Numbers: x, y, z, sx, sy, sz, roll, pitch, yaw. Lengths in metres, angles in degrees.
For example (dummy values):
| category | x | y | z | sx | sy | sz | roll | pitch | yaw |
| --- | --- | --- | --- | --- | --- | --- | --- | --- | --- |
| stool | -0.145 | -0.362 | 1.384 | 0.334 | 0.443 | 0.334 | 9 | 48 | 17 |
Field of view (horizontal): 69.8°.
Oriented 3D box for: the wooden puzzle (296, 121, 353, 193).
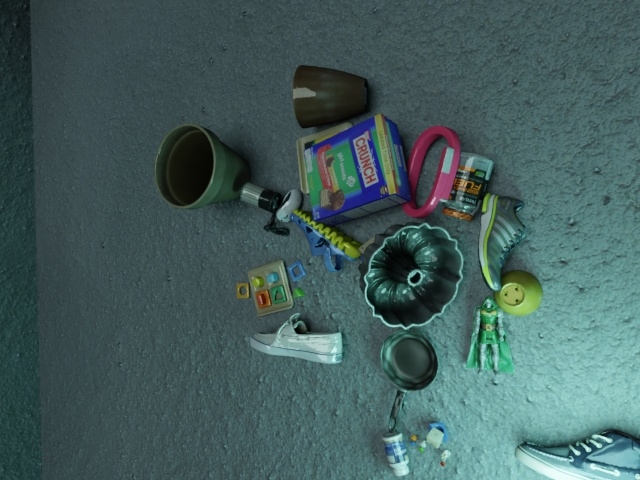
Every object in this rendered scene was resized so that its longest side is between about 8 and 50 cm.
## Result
| category | x | y | z | sx | sy | sz | roll | pitch | yaw |
| --- | --- | --- | --- | --- | --- | --- | --- | --- | --- |
| wooden puzzle | 0.019 | -0.299 | 1.676 | 0.239 | 0.044 | 0.220 | -10 | 82 | 30 |

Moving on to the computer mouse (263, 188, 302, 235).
| category | x | y | z | sx | sy | sz | roll | pitch | yaw |
| --- | --- | --- | --- | --- | --- | --- | --- | --- | --- |
| computer mouse | -0.128 | -0.104 | 1.728 | 0.193 | 0.106 | 0.042 | -60 | 38 | 9 |

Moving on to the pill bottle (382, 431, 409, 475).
| category | x | y | z | sx | sy | sz | roll | pitch | yaw |
| --- | --- | --- | --- | --- | --- | --- | --- | --- | --- |
| pill bottle | 0.245 | 0.687 | 1.479 | 0.067 | 0.067 | 0.120 | -20 | 77 | 29 |

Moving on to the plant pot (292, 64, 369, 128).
| category | x | y | z | sx | sy | sz | roll | pitch | yaw |
| --- | --- | --- | --- | --- | --- | --- | --- | --- | --- |
| plant pot | 0.046 | -0.500 | 1.594 | 0.231 | 0.215 | 0.215 | 4 | 90 | 17 |

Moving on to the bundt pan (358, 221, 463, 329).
| category | x | y | z | sx | sy | sz | roll | pitch | yaw |
| --- | --- | --- | --- | --- | --- | --- | --- | --- | --- |
| bundt pan | 0.257 | 0.093 | 1.386 | 0.330 | 0.331 | 0.124 | -71 | 23 | 9 |

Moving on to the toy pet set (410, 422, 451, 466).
| category | x | y | z | sx | sy | sz | roll | pitch | yaw |
| --- | --- | --- | --- | --- | --- | --- | --- | --- | --- |
| toy pet set | 0.354 | 0.620 | 1.435 | 0.122 | 0.065 | 0.114 | 25 | 135 | 33 |

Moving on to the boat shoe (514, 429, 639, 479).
| category | x | y | z | sx | sy | sz | roll | pitch | yaw |
| --- | --- | --- | --- | --- | --- | --- | --- | --- | --- |
| boat shoe | 0.698 | 0.554 | 1.192 | 0.341 | 0.127 | 0.158 | 12 | 87 | 23 |

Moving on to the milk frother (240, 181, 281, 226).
| category | x | y | z | sx | sy | sz | roll | pitch | yaw |
| --- | --- | --- | --- | --- | --- | --- | --- | --- | --- |
| milk frother | -0.230 | -0.134 | 1.766 | 0.135 | 0.129 | 0.143 | 23 | 92 | 18 |

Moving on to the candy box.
| category | x | y | z | sx | sy | sz | roll | pitch | yaw |
| --- | --- | --- | --- | --- | --- | --- | --- | --- | --- |
| candy box | 0.113 | -0.218 | 1.502 | 0.317 | 0.122 | 0.268 | -18 | 74 | 33 |

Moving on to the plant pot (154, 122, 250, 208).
| category | x | y | z | sx | sy | sz | roll | pitch | yaw |
| --- | --- | --- | --- | --- | --- | --- | --- | --- | --- |
| plant pot | -0.436 | -0.270 | 1.813 | 0.323 | 0.280 | 0.323 | -2 | 86 | 32 |

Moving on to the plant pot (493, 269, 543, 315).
| category | x | y | z | sx | sy | sz | roll | pitch | yaw |
| --- | --- | --- | --- | --- | --- | --- | --- | --- | --- |
| plant pot | 0.552 | 0.151 | 1.302 | 0.134 | 0.095 | 0.134 | -2 | 87 | 32 |

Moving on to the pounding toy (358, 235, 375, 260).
| category | x | y | z | sx | sy | sz | roll | pitch | yaw |
| --- | --- | --- | --- | --- | --- | --- | --- | --- | --- |
| pounding toy | 0.185 | 0.085 | 1.515 | 0.100 | 0.141 | 0.130 | -36 | 67 | -5 |

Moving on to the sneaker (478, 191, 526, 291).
| category | x | y | z | sx | sy | sz | roll | pitch | yaw |
| --- | --- | --- | --- | --- | --- | --- | --- | --- | --- |
| sneaker | 0.513 | -0.001 | 1.297 | 0.121 | 0.111 | 0.299 | 2 | 71 | 24 |

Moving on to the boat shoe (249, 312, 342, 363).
| category | x | y | z | sx | sy | sz | roll | pitch | yaw |
| --- | --- | --- | --- | --- | --- | --- | --- | --- | --- |
| boat shoe | -0.091 | 0.336 | 1.661 | 0.367 | 0.136 | 0.156 | 3 | 90 | 28 |

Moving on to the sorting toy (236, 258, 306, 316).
| category | x | y | z | sx | sy | sz | roll | pitch | yaw |
| --- | --- | --- | --- | --- | --- | --- | --- | --- | --- |
| sorting toy | -0.205 | 0.186 | 1.787 | 0.348 | 0.047 | 0.195 | -19 | 78 | 29 |

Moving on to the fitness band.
| category | x | y | z | sx | sy | sz | roll | pitch | yaw |
| --- | --- | --- | --- | --- | --- | --- | --- | --- | --- |
| fitness band | 0.335 | -0.209 | 1.417 | 0.209 | 0.054 | 0.290 | -149 | 72 | -68 |

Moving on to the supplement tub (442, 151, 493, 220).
| category | x | y | z | sx | sy | sz | roll | pitch | yaw |
| --- | --- | --- | --- | --- | --- | --- | --- | --- | --- |
| supplement tub | 0.436 | -0.160 | 1.376 | 0.117 | 0.117 | 0.190 | 18 | 97 | 31 |

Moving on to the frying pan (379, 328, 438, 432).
| category | x | y | z | sx | sy | sz | roll | pitch | yaw |
| --- | --- | --- | --- | --- | --- | --- | --- | --- | --- |
| frying pan | 0.295 | 0.447 | 1.470 | 0.197 | 0.053 | 0.326 | -11 | 84 | 30 |

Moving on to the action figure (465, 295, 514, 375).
| category | x | y | z | sx | sy | sz | roll | pitch | yaw |
| --- | --- | --- | --- | --- | --- | --- | --- | --- | --- |
| action figure | 0.491 | 0.275 | 1.339 | 0.137 | 0.063 | 0.232 | -1 | 97 | 20 |

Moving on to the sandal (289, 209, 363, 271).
| category | x | y | z | sx | sy | sz | roll | pitch | yaw |
| --- | --- | --- | --- | --- | --- | --- | --- | --- | --- |
| sandal | 0.000 | 0.000 | 1.633 | 0.317 | 0.126 | 0.138 | 39 | 111 | 28 |
